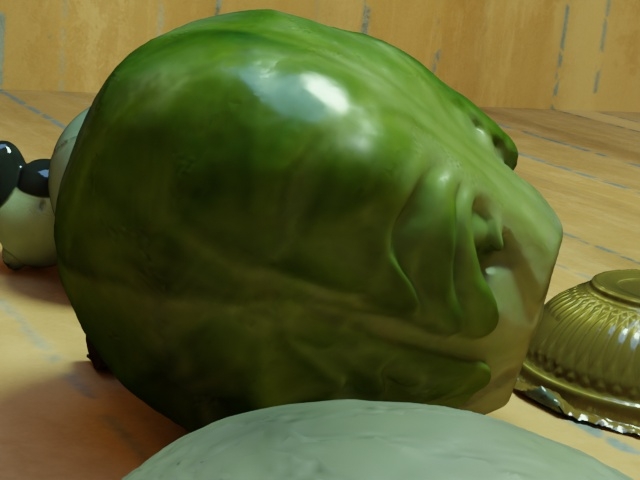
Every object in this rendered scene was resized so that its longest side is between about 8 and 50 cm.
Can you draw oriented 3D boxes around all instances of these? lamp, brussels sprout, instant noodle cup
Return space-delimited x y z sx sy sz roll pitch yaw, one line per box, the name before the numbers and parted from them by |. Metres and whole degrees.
lamp | -0.190 -0.040 1.218 0.244 0.197 0.198 -6 7 27
brussels sprout | -0.001 0.001 0.891 0.355 0.289 0.281 17 26 -8
instant noodle cup | 0.286 0.082 1.088 0.274 0.090 0.274 5 13 -1

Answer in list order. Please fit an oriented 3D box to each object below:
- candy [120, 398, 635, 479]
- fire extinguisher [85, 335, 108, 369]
candy | 0.010 0.149 0.409 0.296 0.185 0.295 -10 6 1
fire extinguisher | -0.105 0.079 1.025 0.158 0.043 0.064 1 -28 -25
